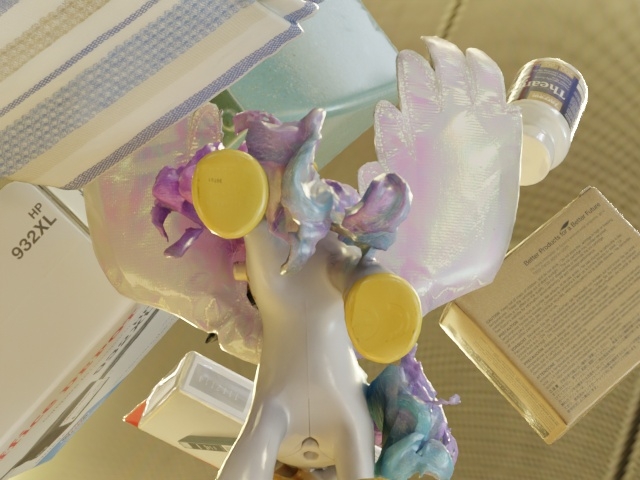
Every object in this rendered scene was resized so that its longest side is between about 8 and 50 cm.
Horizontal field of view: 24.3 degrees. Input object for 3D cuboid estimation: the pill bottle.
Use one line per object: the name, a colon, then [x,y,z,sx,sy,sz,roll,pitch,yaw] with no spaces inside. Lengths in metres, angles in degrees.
pill bottle: [0.179,-0.097,1.231,0.067,0.067,0.120,-20,-157,32]

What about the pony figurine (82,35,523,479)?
pony figurine: [-0.014,0.031,0.913,0.302,0.363,0.351,0,-92,0]

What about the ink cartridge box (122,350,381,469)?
ink cartridge box: [-0.093,0.275,1.896,0.261,0.296,0.066,-44,-159,52]

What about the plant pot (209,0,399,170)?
plant pot: [-0.092,-0.185,1.728,0.247,0.248,0.252,-39,176,37]

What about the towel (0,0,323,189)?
towel: [-0.134,-0.104,0.778,0.209,0.285,0.034,-34,-107,17]

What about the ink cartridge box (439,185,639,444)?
ink cartridge box: [0.286,0.084,1.698,0.234,0.088,0.193,-37,-104,-20]

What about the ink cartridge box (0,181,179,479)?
ink cartridge box: [-0.227,0.075,1.186,0.223,0.129,0.307,-47,176,1]

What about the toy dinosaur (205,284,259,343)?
toy dinosaur: [0.000,0.000,1.403,0.322,0.218,0.164,-47,-132,45]
